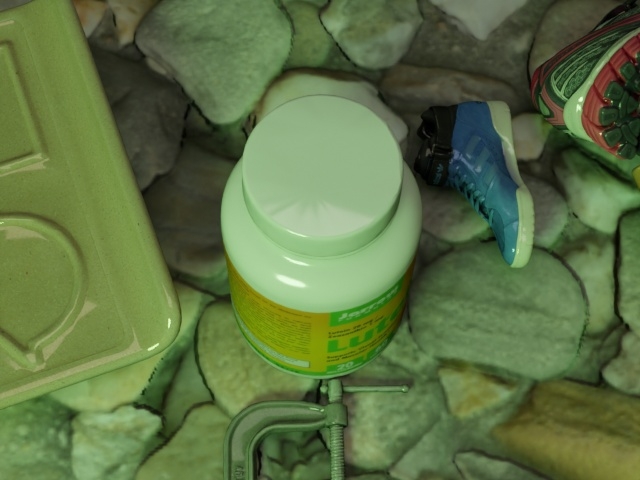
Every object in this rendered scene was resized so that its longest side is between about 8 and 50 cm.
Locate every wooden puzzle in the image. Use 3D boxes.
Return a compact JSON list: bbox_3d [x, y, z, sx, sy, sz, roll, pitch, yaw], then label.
[{"bbox_3d":[-0.310,-0.002,1.002,0.348,0.080,0.322,-20,69,-4],"label":"wooden puzzle"}]

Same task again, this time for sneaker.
[{"bbox_3d":[0.305,-0.176,1.066,0.299,0.121,0.112,-28,30,-22],"label":"sneaker"},{"bbox_3d":[0.117,-0.044,1.030,0.084,0.058,0.152,-3,63,-9],"label":"sneaker"}]

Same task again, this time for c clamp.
[{"bbox_3d":[-0.006,0.176,0.958,0.137,0.022,0.161,4,67,0],"label":"c clamp"}]

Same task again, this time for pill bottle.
[{"bbox_3d":[0.000,0.000,0.910,0.136,0.246,0.136,0,68,-1],"label":"pill bottle"}]

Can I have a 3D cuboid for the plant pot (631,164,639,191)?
[{"bbox_3d":[0.364,-0.009,0.961,0.205,0.205,0.188,-22,85,-10],"label":"plant pot"}]
